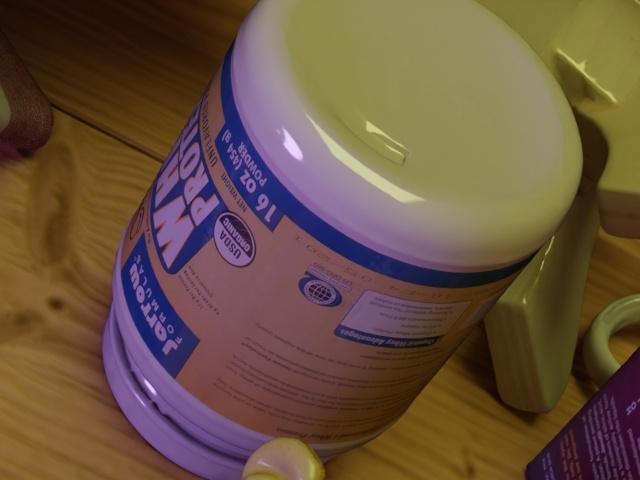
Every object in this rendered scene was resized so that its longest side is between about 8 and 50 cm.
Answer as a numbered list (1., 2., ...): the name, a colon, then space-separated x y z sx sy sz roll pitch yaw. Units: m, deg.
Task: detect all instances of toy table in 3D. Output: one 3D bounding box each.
1. toy table: 0.106 -0.063 0.857 0.161 0.274 0.252 -47 123 -41

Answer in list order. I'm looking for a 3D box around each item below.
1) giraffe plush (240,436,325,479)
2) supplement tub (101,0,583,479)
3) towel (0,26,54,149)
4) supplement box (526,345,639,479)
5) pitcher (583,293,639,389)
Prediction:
1. giraffe plush: 0.000 0.171 0.648 0.170 0.210 0.181 26 40 34
2. supplement tub: 0.000 0.000 0.748 0.144 0.199 0.144 17 46 -18
3. towel: -0.225 -0.142 0.699 0.237 0.037 0.329 56 9 7
4. supplement box: 0.182 0.090 0.788 0.104 0.188 0.081 11 49 -23
5. pitcher: 0.250 0.074 0.905 0.178 0.125 0.207 -33 62 -25
